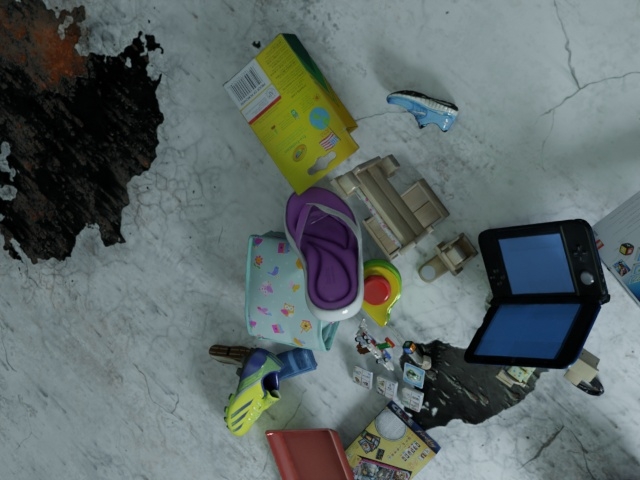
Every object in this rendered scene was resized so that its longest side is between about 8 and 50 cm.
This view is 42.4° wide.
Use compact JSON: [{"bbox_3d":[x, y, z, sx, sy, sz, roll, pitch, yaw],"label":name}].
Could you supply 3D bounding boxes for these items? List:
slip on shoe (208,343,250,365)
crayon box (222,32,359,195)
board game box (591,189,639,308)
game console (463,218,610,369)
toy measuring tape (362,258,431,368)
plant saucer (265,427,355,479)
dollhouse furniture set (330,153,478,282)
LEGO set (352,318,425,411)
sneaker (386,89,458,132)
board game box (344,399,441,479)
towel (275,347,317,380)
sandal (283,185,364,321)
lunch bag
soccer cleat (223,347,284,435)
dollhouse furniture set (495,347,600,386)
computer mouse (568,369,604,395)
[{"bbox_3d":[-0.224,0.303,2.141,0.135,0.052,0.041,5,143,16],"label":"slip on shoe"},{"bbox_3d":[-0.058,-0.289,1.906,0.202,0.081,0.319,-35,85,26],"label":"crayon box"},{"bbox_3d":[0.680,-0.028,1.568,0.305,0.053,0.193,-39,58,14],"label":"board game box"},{"bbox_3d":[0.410,0.108,1.669,0.293,0.173,0.250,-8,101,54],"label":"game console"},{"bbox_3d":[0.172,0.146,1.891,0.121,0.121,0.330,-40,97,26],"label":"toy measuring tape"},{"bbox_3d":[-0.005,0.582,2.062,0.259,0.047,0.259,-16,95,47],"label":"plant saucer"},{"bbox_3d":[0.140,-0.002,1.728,0.173,0.355,0.303,-39,85,27],"label":"dollhouse furniture set"},{"bbox_3d":[0.165,0.285,1.916,0.182,0.060,0.244,22,143,19],"label":"LEGO set"},{"bbox_3d":[0.215,-0.280,1.795,0.162,0.063,0.073,23,113,19],"label":"sneaker"},{"bbox_3d":[0.156,0.530,2.016,0.165,0.042,0.243,43,115,11],"label":"board game box"},{"bbox_3d":[-0.069,0.308,2.076,0.119,0.029,0.067,-21,91,27],"label":"towel"},{"bbox_3d":[0.015,-0.004,1.801,0.169,0.416,0.102,-14,135,-4],"label":"sandal"},{"bbox_3d":[-0.061,0.124,1.960,0.223,0.160,0.263,9,100,21],"label":"lunch bag"},{"bbox_3d":[-0.165,0.401,2.088,0.121,0.093,0.289,25,121,14],"label":"soccer cleat"},{"bbox_3d":[0.475,0.294,1.760,0.160,0.101,0.182,34,129,12],"label":"dollhouse furniture set"},{"bbox_3d":[0.533,0.236,1.785,0.071,0.041,0.242,-35,93,40],"label":"computer mouse"}]
